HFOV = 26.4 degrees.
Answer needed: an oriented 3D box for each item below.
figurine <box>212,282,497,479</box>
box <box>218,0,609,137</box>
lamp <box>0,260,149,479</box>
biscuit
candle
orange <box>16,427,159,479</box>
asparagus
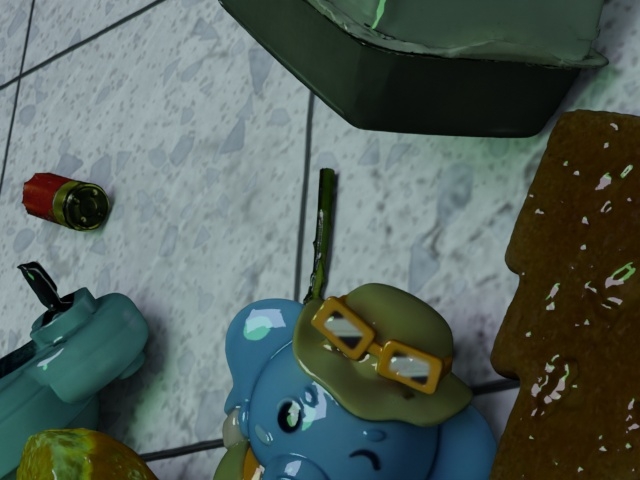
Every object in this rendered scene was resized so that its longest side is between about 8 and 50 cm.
[{"bbox_3d":[0.013,0.156,0.933,0.180,0.154,0.262,22,104,41],"label":"figurine"},{"bbox_3d":[0.057,-0.198,0.990,0.290,0.221,0.166,48,129,48],"label":"box"},{"bbox_3d":[-0.271,0.153,1.208,0.284,0.147,0.209,-54,14,0],"label":"lamp"},{"bbox_3d":[0.205,0.032,0.846,0.278,0.043,0.301,-34,47,34],"label":"biscuit"},{"bbox_3d":[-0.268,-0.041,1.390,0.131,0.052,0.052,12,80,50],"label":"candle"},{"bbox_3d":[-0.200,0.269,1.073,0.179,0.158,0.237,16,78,58],"label":"orange"},{"bbox_3d":[0.000,0.000,1.106,0.018,0.015,0.127,-22,55,50],"label":"asparagus"}]
